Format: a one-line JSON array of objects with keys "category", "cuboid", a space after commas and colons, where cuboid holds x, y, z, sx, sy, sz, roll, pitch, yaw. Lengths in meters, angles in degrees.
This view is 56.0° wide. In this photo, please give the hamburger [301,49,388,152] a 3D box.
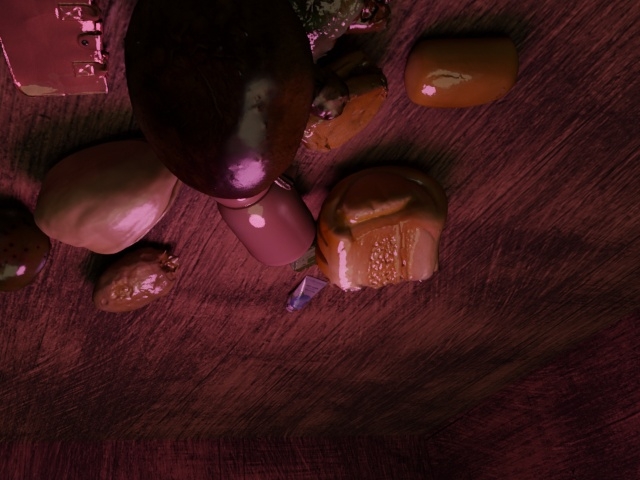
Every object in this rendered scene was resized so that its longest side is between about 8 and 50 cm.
[{"category": "hamburger", "cuboid": [0.028, -0.247, 1.100, 0.214, 0.108, 0.214, -32, 176, -2]}]

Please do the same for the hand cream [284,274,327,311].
[{"category": "hand cream", "cuboid": [-0.053, 0.162, 1.804, 0.084, 0.053, 0.142, 22, 124, -39]}]

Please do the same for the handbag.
[{"category": "handbag", "cuboid": [-0.421, -0.325, 0.954, 0.157, 0.059, 0.212, -3, 145, -12]}]

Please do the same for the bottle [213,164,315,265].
[{"category": "bottle", "cuboid": [-0.117, -0.084, 1.296, 0.207, 0.173, 0.297, 3, 149, 23]}]

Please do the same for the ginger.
[{"category": "ginger", "cuboid": [-0.473, 0.102, 1.507, 0.267, 0.152, 0.138, -20, 116, 21]}]

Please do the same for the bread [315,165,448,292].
[{"category": "bread", "cuboid": [0.133, -0.040, 1.417, 0.316, 0.211, 0.270, -11, 123, -12]}]

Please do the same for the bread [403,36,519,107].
[{"category": "bread", "cuboid": [0.271, -0.314, 1.149, 0.217, 0.098, 0.147, -9, 143, -6]}]

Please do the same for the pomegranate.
[{"category": "pomegranate", "cuboid": [-0.676, 0.027, 1.306, 0.179, 0.179, 0.210, -3, 158, -12]}]

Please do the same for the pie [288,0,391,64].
[{"category": "pie", "cuboid": [-0.045, -0.393, 0.948, 0.275, 0.105, 0.257, -26, 130, 18]}]

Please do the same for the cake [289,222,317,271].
[{"category": "cake", "cuboid": [0.009, -0.015, 1.570, 0.235, 0.099, 0.100, -24, 150, -21]}]

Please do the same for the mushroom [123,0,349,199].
[{"category": "mushroom", "cuboid": [-0.155, -0.234, 0.892, 0.345, 0.345, 0.239, -23, 176, 17]}]

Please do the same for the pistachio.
[{"category": "pistachio", "cuboid": [-0.414, -0.094, 1.197, 0.318, 0.213, 0.193, -28, -172, 7]}]
